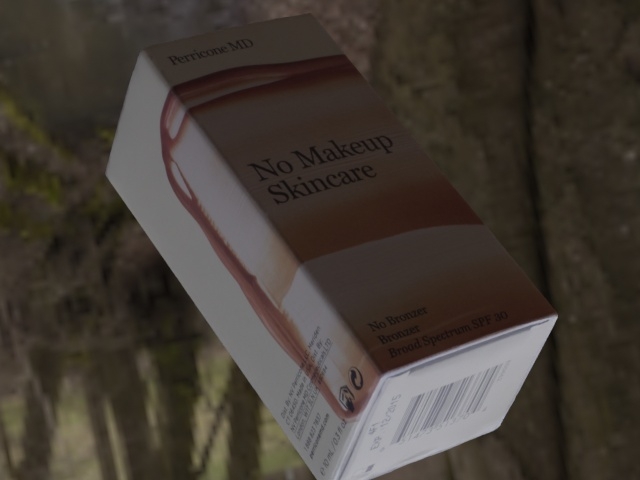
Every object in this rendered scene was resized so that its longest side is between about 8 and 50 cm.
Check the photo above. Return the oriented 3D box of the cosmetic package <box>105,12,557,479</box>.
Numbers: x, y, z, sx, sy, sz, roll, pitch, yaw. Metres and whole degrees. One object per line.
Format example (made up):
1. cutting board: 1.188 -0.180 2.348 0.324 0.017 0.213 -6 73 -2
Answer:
1. cosmetic package: 0.000 0.000 1.247 0.153 0.296 0.129 -18 146 -33
